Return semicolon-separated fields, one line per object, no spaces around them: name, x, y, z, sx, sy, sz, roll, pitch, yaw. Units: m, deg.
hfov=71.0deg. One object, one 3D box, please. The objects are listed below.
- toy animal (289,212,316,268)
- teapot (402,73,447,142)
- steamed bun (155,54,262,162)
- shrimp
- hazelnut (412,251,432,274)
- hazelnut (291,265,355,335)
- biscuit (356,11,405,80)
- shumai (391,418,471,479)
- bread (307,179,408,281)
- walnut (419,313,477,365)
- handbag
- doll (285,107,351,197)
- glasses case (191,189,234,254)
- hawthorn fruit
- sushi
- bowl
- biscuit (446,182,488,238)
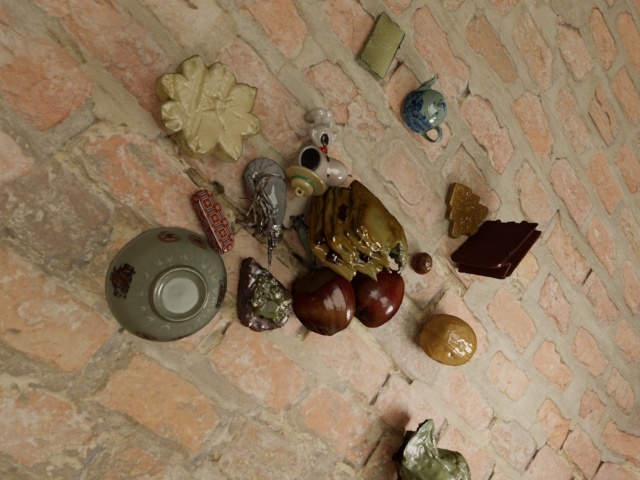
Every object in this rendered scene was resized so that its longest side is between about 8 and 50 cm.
toy animal;-0.004;0.001;1.478;0.217;0.073;0.176;0;79;-33
teapot;0.390;-0.464;1.601;0.159;0.159;0.232;-14;101;-27
steamed bun;-0.308;-0.347;1.243;0.295;0.137;0.292;-42;109;-27
shrimp;-0.172;-0.079;1.352;0.145;0.116;0.343;-2;89;-28
hazelnut;0.389;0.086;1.693;0.086;0.086;0.086;-3;96;-28
hazelnut;0.013;0.196;1.436;0.181;0.212;0.181;54;39;-35
biscuit;0.208;-0.666;1.543;0.121;0.040;0.199;32;78;-25
shumai;0.385;0.835;1.633;0.330;0.292;0.288;-56;138;-53
bread;0.146;-0.022;1.423;0.370;0.191;0.314;29;37;-26
walnut;0.488;0.381;1.724;0.225;0.193;0.193;22;84;-19
handbag;0.678;0.025;1.744;0.275;0.260;0.084;-43;111;-20
doll;-0.025;-0.271;1.393;0.208;0.144;0.271;-13;82;-29
glasses case;-0.313;-0.055;1.310;0.073;0.049;0.194;-35;108;-44
hawthorn fruit;0.204;0.170;1.529;0.248;0.208;0.208;-36;110;-23
sushi;-0.166;0.167;1.388;0.161;0.107;0.241;-1;95;-32
bowl;-0.396;0.135;1.227;0.337;0.157;0.337;-4;98;-29
biscuit;0.571;-0.126;1.795;0.212;0.041;0.239;-32;109;-16
